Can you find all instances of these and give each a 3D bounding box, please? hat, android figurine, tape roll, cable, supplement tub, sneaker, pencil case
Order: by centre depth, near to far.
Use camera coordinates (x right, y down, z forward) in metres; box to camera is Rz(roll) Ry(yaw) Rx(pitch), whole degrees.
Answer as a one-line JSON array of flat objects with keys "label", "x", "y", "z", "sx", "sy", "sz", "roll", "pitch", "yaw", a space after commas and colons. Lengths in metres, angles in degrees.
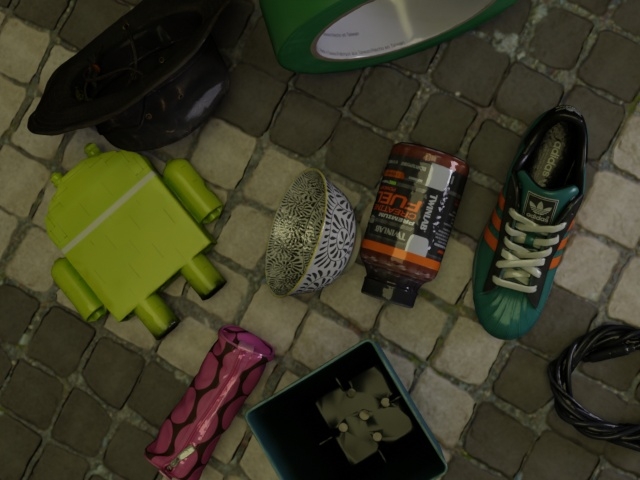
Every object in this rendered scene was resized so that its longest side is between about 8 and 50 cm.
[{"label": "tape roll", "x": 0.091, "y": -0.292, "z": 1.115, "sx": 0.321, "sy": 0.321, "sz": 0.077, "roll": -18, "pitch": 84, "yaw": 7}, {"label": "sneaker", "x": 0.257, "y": -0.023, "z": 1.176, "sx": 0.108, "sy": 0.121, "sz": 0.302, "roll": 15, "pitch": 89, "yaw": 9}, {"label": "cable", "x": 0.376, "y": 0.179, "z": 1.185, "sx": 0.184, "sy": 0.047, "sz": 0.151, "roll": 18, "pitch": 89, "yaw": 9}, {"label": "supplement tub", "x": 0.113, "y": -0.017, "z": 1.204, "sx": 0.106, "sy": 0.106, "sz": 0.198, "roll": 17, "pitch": 89, "yaw": 9}, {"label": "hat", "x": -0.208, "y": -0.203, "z": 1.228, "sx": 0.331, "sy": 0.331, "sz": 0.134, "roll": -32, "pitch": 121, "yaw": 5}, {"label": "pencil case", "x": -0.142, "y": 0.212, "z": 1.232, "sx": 0.095, "sy": 0.098, "sz": 0.209, "roll": 30, "pitch": 90, "yaw": 9}, {"label": "android figurine", "x": -0.256, "y": -0.008, "z": 1.282, "sx": 0.248, "sy": 0.056, "sz": 0.273, "roll": -42, "pitch": 83, "yaw": 4}]

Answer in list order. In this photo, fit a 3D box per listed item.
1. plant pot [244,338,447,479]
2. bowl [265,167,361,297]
[{"label": "plant pot", "x": 0.040, "y": 0.221, "z": 1.135, "sx": 0.165, "sy": 0.234, "sz": 0.166, "roll": -32, "pitch": 84, "yaw": 5}, {"label": "bowl", "x": 0.000, "y": 0.000, "z": 1.213, "sx": 0.080, "sy": 0.170, "sz": 0.170, "roll": 17, "pitch": 89, "yaw": -23}]
